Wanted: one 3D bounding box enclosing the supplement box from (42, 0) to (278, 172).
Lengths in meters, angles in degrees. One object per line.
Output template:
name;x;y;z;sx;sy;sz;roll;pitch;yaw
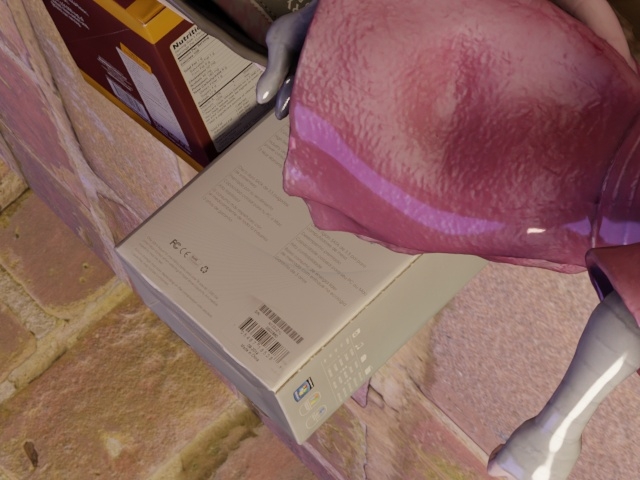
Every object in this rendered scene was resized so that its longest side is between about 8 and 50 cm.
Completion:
supplement box;-0.114;-0.181;1.064;0.191;0.129;0.194;38;162;32

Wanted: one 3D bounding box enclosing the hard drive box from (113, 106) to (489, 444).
hard drive box;0.000;0.000;1.008;0.181;0.232;0.089;39;163;31

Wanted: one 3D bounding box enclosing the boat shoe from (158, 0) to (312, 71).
boat shoe;-0.069;-0.193;0.873;0.335;0.112;0.095;36;178;-21

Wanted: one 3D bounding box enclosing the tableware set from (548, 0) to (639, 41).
tableware set;0.166;-0.096;0.720;0.169;0.020;0.141;55;161;-22

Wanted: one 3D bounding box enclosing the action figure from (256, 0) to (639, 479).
action figure;0.168;-0.025;0.642;0.370;0.276;0.248;19;-165;35
